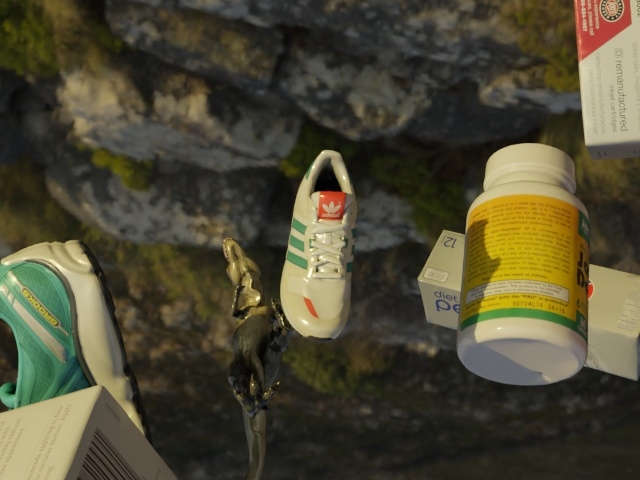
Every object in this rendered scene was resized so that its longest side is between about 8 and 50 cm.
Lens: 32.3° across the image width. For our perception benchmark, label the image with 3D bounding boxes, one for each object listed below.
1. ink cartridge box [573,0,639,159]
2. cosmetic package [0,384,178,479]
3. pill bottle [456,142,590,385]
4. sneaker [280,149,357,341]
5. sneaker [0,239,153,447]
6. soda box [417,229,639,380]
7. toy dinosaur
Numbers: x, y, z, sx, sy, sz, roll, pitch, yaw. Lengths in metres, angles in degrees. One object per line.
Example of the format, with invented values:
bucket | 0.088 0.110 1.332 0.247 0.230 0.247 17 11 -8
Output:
ink cartridge box | 0.283 -0.133 0.819 0.176 0.128 0.127 -5 177 15
cosmetic package | -0.209 0.223 0.779 0.183 0.151 0.151 -17 123 21
pill bottle | 0.192 0.019 1.032 0.117 0.208 0.118 7 150 4
sneaker | 0.000 0.000 0.888 0.057 0.161 0.075 6 147 -3
sneaker | -0.202 0.133 0.903 0.109 0.275 0.107 -17 -164 -9
soda box | 0.272 0.079 1.388 0.286 0.091 0.098 15 145 25
toy dinosaur | -0.057 0.114 0.976 0.064 0.268 0.118 8 157 -16
